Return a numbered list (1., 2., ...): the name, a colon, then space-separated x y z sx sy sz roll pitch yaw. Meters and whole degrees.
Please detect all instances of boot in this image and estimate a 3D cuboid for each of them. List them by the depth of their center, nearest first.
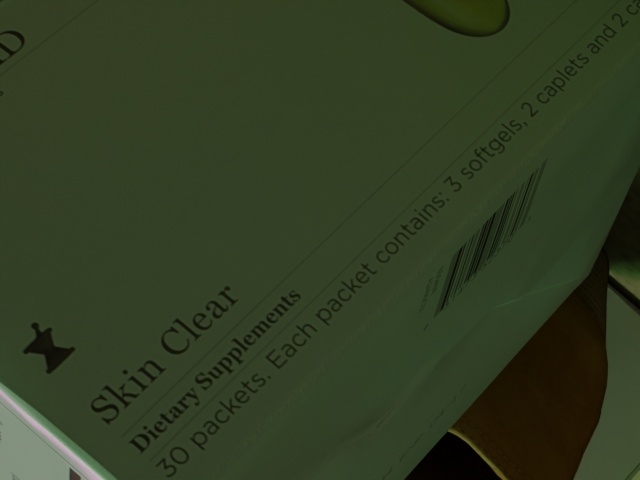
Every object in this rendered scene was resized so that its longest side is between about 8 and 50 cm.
1. boot: 0.000 0.001 0.718 0.295 0.211 0.104 33 124 -2

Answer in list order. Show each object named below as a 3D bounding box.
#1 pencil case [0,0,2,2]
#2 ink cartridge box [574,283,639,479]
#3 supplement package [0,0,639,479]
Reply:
1. pencil case: -0.179 -0.063 0.830 0.183 0.160 0.410 50 -169 -42
2. ink cartridge box: 0.057 0.148 0.900 0.117 0.283 0.207 44 168 3
3. supplement package: -0.017 -0.001 0.537 0.145 0.262 0.204 37 151 16
